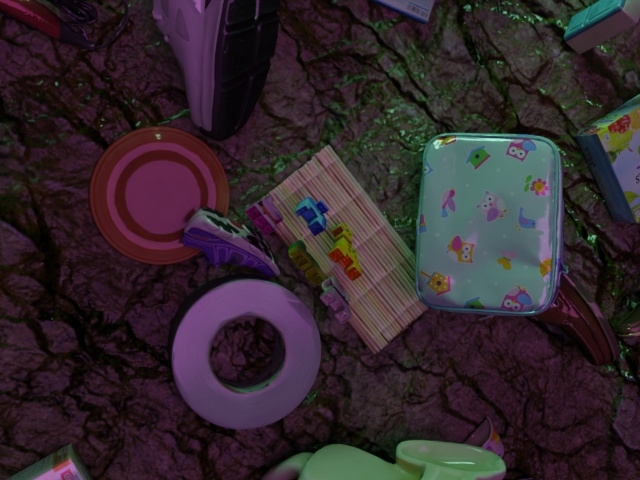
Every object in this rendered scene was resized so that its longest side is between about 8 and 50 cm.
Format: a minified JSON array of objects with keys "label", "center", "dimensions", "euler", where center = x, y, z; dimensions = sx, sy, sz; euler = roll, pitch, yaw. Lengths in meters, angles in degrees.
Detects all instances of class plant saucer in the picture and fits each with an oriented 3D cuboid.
[{"label":"plant saucer","center":[-0.226,-0.063,1.102],"dimensions":[0.199,0.037,0.200],"euler":[-1,95,-17]}]

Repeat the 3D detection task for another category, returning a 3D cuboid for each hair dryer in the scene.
[{"label":"hair dryer","center":[-0.417,-0.318,0.998],"dimensions":[0.293,0.080,0.224],"euler":[-30,103,-12]}]

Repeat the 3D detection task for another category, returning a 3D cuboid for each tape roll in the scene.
[{"label":"tape roll","center":[-0.113,0.161,1.138],"dimensions":[0.219,0.072,0.219],"euler":[-1,95,-17]}]

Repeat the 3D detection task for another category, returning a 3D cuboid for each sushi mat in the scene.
[{"label":"sushi mat","center":[0.050,0.018,1.203],"dimensions":[0.151,0.019,0.317],"euler":[-42,105,-10]}]

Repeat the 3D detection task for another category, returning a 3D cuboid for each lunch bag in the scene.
[{"label":"lunch bag","center":[0.259,-0.017,1.164],"dimensions":[0.223,0.108,0.279],"euler":[3,87,15]}]

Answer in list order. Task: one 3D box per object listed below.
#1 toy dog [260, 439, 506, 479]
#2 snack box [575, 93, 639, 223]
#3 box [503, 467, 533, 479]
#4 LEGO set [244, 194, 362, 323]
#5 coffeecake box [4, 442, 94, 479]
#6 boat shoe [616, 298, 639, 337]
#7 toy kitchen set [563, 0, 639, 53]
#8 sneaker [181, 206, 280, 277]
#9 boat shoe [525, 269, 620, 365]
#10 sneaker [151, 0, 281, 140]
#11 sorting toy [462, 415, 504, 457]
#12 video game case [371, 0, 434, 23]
[{"label":"toy dog","center":[0.077,0.526,1.116],"dimensions":[0.395,0.284,0.408],"euler":[4,101,12]},{"label":"snack box","center":[0.561,-0.154,1.315],"dimensions":[0.207,0.070,0.175],"euler":[-30,103,-11]},{"label":"box","center":[0.247,0.482,1.288],"dimensions":[0.220,0.051,0.175],"euler":[-3,96,-17]},{"label":"LEGO set","center":[0.000,0.000,1.138],"dimensions":[0.087,0.093,0.227],"euler":[-31,111,20]},{"label":"coffeecake box","center":[-0.396,0.396,1.075],"dimensions":[0.185,0.068,0.142],"euler":[-28,102,-13]},{"label":"boat shoe","center":[0.580,0.113,1.352],"dimensions":[0.178,0.064,0.060],"euler":[-27,97,-19]},{"label":"toy kitchen set","center":[0.434,-0.444,1.245],"dimensions":[0.166,0.122,0.207],"euler":[35,64,-16]},{"label":"sneaker","center":[-0.129,0.012,1.118],"dimensions":[0.170,0.068,0.071],"euler":[31,109,-36]},{"label":"boat shoe","center":[0.366,0.090,1.266],"dimensions":[0.104,0.111,0.307],"euler":[-35,93,-6]},{"label":"sneaker","center":[-0.199,-0.368,1.038],"dimensions":[0.257,0.169,0.448],"euler":[13,117,17]},{"label":"sorting toy","center":[0.277,0.351,1.296],"dimensions":[0.083,0.045,0.075],"euler":[-44,124,-9]},{"label":"video game case","center":[0.136,-0.433,1.189],"dimensions":[0.119,0.015,0.166],"euler":[18,90,-17]}]
